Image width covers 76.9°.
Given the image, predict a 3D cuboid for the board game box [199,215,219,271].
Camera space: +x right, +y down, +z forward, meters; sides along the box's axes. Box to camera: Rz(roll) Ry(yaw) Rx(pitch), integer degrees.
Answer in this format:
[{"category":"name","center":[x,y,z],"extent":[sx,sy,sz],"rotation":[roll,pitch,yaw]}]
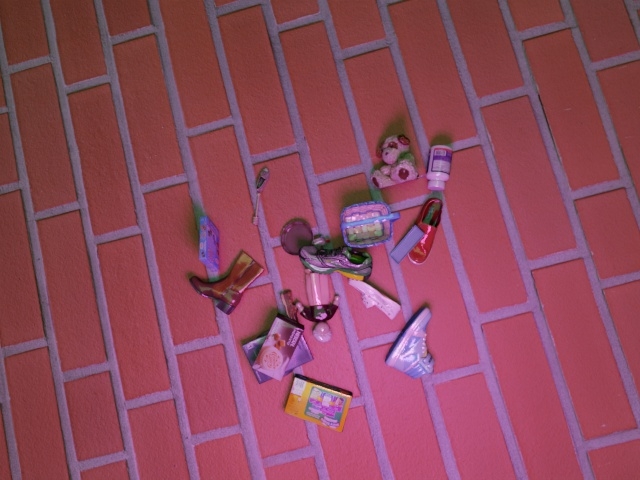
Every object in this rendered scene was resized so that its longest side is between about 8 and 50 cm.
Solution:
[{"category":"board game box","center":[-0.512,0.018,1.864],"extent":[0.039,0.160,0.212],"rotation":[-9,64,4]}]

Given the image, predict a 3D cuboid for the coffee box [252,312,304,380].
[{"category":"coffee box","center":[-0.182,0.467,1.781],"extent":[0.141,0.098,0.247],"rotation":[26,91,-1]}]

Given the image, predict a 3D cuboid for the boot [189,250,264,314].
[{"category":"boot","center":[-0.447,0.166,1.911],"extent":[0.264,0.096,0.280],"rotation":[35,84,12]}]

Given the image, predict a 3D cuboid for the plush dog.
[{"category":"plush dog","center":[0.362,-0.379,1.866],"extent":[0.210,0.262,0.226],"rotation":[-16,94,-31]}]

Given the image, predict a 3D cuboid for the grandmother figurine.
[{"category":"grandmother figurine","center":[-0.010,0.300,1.865],"extent":[0.207,0.104,0.343],"rotation":[-9,82,7]}]

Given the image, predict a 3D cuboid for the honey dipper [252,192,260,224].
[{"category":"honey dipper","center":[-0.310,-0.156,1.964],"extent":[0.030,0.030,0.161],"rotation":[4,83,4]}]

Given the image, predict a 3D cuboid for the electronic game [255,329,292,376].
[{"category":"electronic game","center":[-0.211,0.528,1.880],"extent":[0.229,0.048,0.229],"rotation":[0,91,0]}]

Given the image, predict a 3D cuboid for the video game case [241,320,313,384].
[{"category":"video game case","center":[-0.195,0.512,1.844],"extent":[0.274,0.026,0.196],"rotation":[-24,91,1]}]

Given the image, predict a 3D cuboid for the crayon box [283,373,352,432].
[{"category":"crayon box","center":[-0.008,0.735,1.830],"extent":[0.278,0.081,0.165],"rotation":[17,86,5]}]

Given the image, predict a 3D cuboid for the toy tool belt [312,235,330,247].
[{"category":"toy tool belt","center":[0.000,0.000,1.917],"extent":[0.083,0.052,0.051],"rotation":[-22,40,-3]}]

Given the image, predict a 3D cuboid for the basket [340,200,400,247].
[{"category":"basket","center":[0.212,-0.073,1.789],"extent":[0.254,0.289,0.201],"rotation":[-9,83,2]}]

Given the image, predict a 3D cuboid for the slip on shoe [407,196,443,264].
[{"category":"slip on shoe","center":[0.486,-0.047,1.865],"extent":[0.123,0.101,0.331],"rotation":[21,87,4]}]

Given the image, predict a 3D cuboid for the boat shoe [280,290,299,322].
[{"category":"boat shoe","center":[-0.132,0.321,1.888],"extent":[0.060,0.064,0.178],"rotation":[-23,81,3]}]

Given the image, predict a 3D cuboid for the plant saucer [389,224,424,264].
[{"category":"plant saucer","center":[0.400,0.022,1.860],"extent":[0.067,0.018,0.192],"rotation":[50,116,29]}]

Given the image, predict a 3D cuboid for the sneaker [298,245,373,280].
[{"category":"sneaker","center":[0.071,0.070,1.811],"extent":[0.343,0.146,0.134],"rotation":[9,45,1]}]

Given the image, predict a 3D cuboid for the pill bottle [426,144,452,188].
[{"category":"pill bottle","center":[0.552,-0.337,1.884],"extent":[0.108,0.108,0.194],"rotation":[9,85,5]}]

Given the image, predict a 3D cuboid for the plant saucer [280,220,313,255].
[{"category":"plant saucer","center":[-0.109,-0.009,1.921],"extent":[0.168,0.029,0.169],"rotation":[-3,80,18]}]

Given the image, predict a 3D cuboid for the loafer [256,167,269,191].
[{"category":"loafer","center":[-0.282,-0.297,1.970],"extent":[0.045,0.039,0.125],"rotation":[20,86,6]}]

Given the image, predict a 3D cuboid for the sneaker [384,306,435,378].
[{"category":"sneaker","center":[0.454,0.472,1.806],"extent":[0.208,0.127,0.319],"rotation":[33,97,8]}]

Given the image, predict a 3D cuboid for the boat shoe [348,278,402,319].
[{"category":"boat shoe","center":[0.235,0.268,1.851],"extent":[0.277,0.098,0.096],"rotation":[32,87,5]}]
